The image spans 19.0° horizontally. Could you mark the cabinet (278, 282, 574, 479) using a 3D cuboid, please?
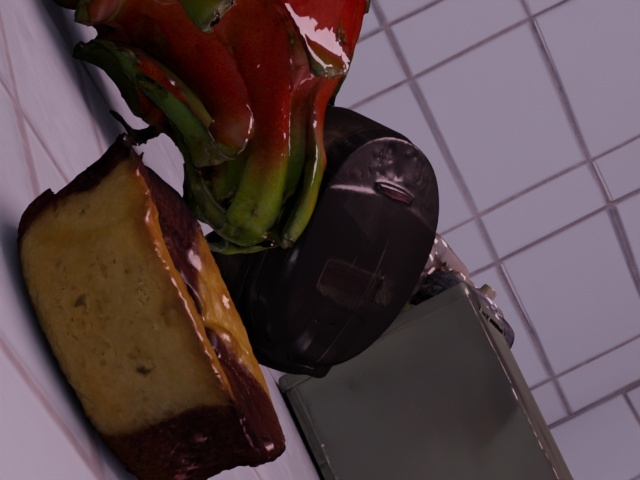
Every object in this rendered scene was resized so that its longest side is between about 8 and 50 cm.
[{"bbox_3d":[0.090,0.166,1.317,0.206,0.150,0.145,65,7,19],"label":"cabinet"}]

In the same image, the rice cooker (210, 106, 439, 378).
[{"bbox_3d":[0.000,0.000,1.172,0.112,0.165,0.106,24,13,-42],"label":"rice cooker"}]

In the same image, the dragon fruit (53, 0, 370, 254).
[{"bbox_3d":[-0.075,-0.133,1.105,0.198,0.200,0.269,80,24,-79],"label":"dragon fruit"}]

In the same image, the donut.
[{"bbox_3d":[-0.062,0.030,0.705,0.140,0.059,0.140,63,2,-4],"label":"donut"}]

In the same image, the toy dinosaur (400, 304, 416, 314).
[{"bbox_3d":[0.052,0.180,1.549,0.447,0.087,0.301,55,26,-33],"label":"toy dinosaur"}]

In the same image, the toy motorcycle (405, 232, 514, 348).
[{"bbox_3d":[0.031,-0.016,1.722,0.341,0.108,0.223,43,-7,-4],"label":"toy motorcycle"}]
